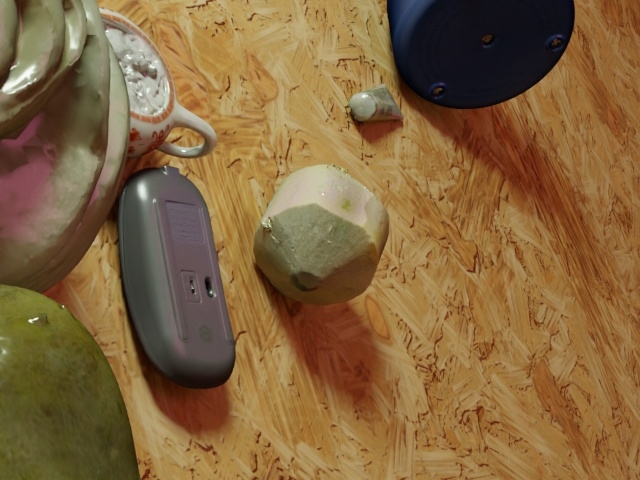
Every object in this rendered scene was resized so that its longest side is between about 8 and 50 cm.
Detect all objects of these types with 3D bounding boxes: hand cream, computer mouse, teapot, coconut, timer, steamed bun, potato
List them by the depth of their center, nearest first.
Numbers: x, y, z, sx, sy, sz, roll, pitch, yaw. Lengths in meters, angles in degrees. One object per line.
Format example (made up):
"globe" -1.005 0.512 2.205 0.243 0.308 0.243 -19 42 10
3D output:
"potato" -0.234 0.206 0.935 0.269 0.219 0.359 40 44 -35
"steamed bun" -0.302 -0.135 1.059 0.367 0.255 0.342 45 40 -26
"computer mouse" -0.147 0.039 1.341 0.120 0.057 0.232 7 65 -53
"teapot" -0.206 -0.152 1.344 0.245 0.116 0.159 31 32 -38
"coconut" 0.000 0.000 1.501 0.147 0.147 0.153 52 31 -19
"hand cream" 0.077 -0.191 1.849 0.061 0.039 0.143 59 23 5
"timer" 0.201 -0.414 2.023 0.270 0.270 0.384 33 28 -39
